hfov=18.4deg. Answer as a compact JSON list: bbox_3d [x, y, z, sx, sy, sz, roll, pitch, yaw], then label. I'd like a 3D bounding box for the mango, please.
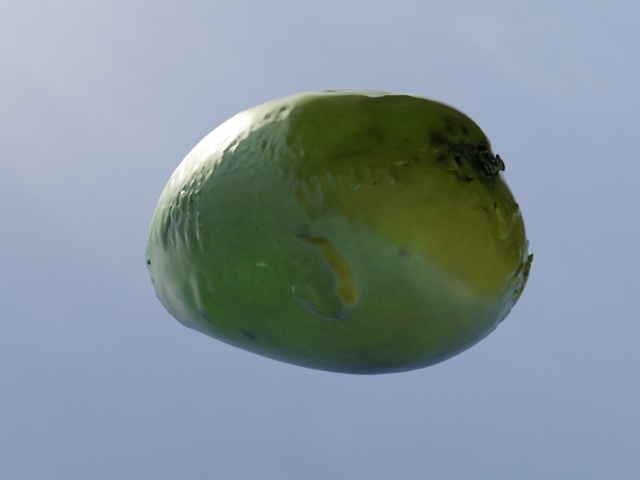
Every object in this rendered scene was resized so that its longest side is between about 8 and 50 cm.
[{"bbox_3d":[-0.001,0.000,0.795,0.100,0.178,0.119,-25,-79,-50],"label":"mango"}]
